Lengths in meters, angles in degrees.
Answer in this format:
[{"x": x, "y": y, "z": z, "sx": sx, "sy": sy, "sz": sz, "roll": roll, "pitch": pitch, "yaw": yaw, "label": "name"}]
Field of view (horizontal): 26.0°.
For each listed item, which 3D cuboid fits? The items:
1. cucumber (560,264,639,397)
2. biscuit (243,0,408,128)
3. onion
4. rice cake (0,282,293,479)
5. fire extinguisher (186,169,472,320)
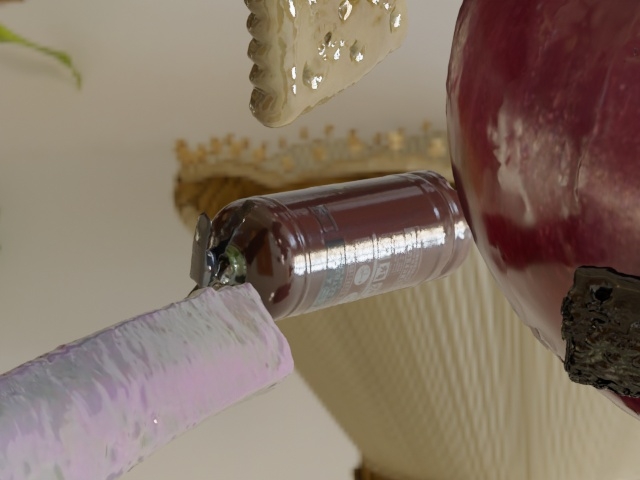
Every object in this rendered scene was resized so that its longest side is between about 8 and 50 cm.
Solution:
[{"x": 0.144, "y": 0.040, "z": 0.401, "sx": 0.163, "sy": 0.043, "sz": 0.039, "roll": 14, "pitch": 180, "yaw": 39, "label": "cucumber"}, {"x": 0.009, "y": -0.258, "z": 1.013, "sx": 0.044, "sy": 0.325, "sz": 0.217, "roll": 14, "pitch": -147, "yaw": 27, "label": "biscuit"}, {"x": 0.221, "y": -0.070, "z": 0.548, "sx": 0.358, "sy": 0.358, "sz": 0.345, "roll": 0, "pitch": 141, "yaw": 22, "label": "onion"}, {"x": -0.095, "y": 0.074, "z": 0.648, "sx": 0.056, "sy": 0.073, "sz": 0.365, "roll": -31, "pitch": 176, "yaw": 18, "label": "rice cake"}, {"x": 0.000, "y": 0.000, "z": 1.276, "sx": 0.337, "sy": 0.135, "sz": 0.114, "roll": -13, "pitch": -132, "yaw": -45, "label": "fire extinguisher"}]
